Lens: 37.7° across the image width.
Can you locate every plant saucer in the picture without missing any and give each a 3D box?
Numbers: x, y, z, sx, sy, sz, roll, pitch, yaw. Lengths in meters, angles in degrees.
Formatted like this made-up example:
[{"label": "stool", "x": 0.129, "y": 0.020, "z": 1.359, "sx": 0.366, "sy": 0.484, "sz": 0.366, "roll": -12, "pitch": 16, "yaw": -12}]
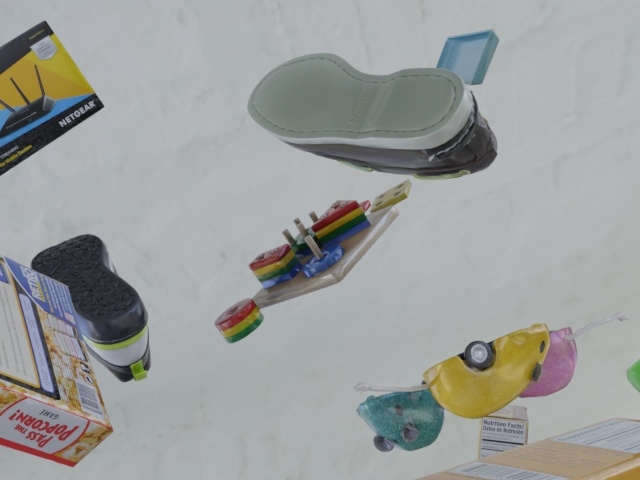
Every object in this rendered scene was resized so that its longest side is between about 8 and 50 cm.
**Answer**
[{"label": "plant saucer", "x": 0.174, "y": -0.218, "z": 1.140, "sx": 0.018, "sy": 0.192, "sz": 0.067, "roll": 19, "pitch": -83, "yaw": -9}]

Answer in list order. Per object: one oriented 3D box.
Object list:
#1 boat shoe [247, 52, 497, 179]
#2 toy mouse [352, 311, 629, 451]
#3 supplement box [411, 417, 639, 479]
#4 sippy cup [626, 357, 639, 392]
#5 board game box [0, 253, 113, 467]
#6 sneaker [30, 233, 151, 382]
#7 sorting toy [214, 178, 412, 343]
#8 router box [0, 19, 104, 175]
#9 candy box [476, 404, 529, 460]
[{"label": "boat shoe", "x": 0.032, "y": -0.090, "z": 0.717, "sx": 0.069, "sy": 0.228, "sz": 0.081, "roll": 40, "pitch": -104, "yaw": -41}, {"label": "toy mouse", "x": 0.076, "y": 0.077, "z": 0.474, "sx": 0.161, "sy": 0.031, "sz": 0.143, "roll": -17, "pitch": -17, "yaw": -19}, {"label": "supplement box", "x": 0.147, "y": 0.158, "z": 0.535, "sx": 0.233, "sy": 0.078, "sz": 0.080, "roll": -1, "pitch": -1, "yaw": -42}, {"label": "sippy cup", "x": 0.425, "y": 0.032, "z": 0.926, "sx": 0.305, "sy": 0.240, "sz": 0.224, "roll": -11, "pitch": -35, "yaw": -3}, {"label": "board game box", "x": -0.234, "y": 0.055, "z": 0.609, "sx": 0.045, "sy": 0.147, "sz": 0.193, "roll": -42, "pitch": -43, "yaw": 11}, {"label": "sneaker", "x": -0.237, "y": 0.075, "z": 0.978, "sx": 0.084, "sy": 0.235, "sz": 0.097, "roll": -23, "pitch": -57, "yaw": -18}, {"label": "sorting toy", "x": 0.000, "y": 0.000, "z": 0.985, "sx": 0.132, "sy": 0.046, "sz": 0.274, "roll": -21, "pitch": 18, "yaw": 44}, {"label": "router box", "x": -0.390, "y": -0.177, "z": 1.200, "sx": 0.179, "sy": 0.133, "sz": 0.046, "roll": -38, "pitch": 17, "yaw": -18}, {"label": "candy box", "x": 0.186, "y": 0.270, "z": 0.980, "sx": 0.053, "sy": 0.186, "sz": 0.109, "roll": 5, "pitch": -2, "yaw": 12}]
